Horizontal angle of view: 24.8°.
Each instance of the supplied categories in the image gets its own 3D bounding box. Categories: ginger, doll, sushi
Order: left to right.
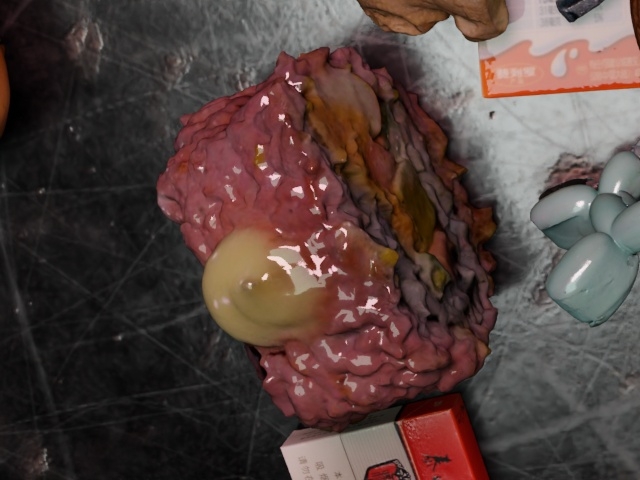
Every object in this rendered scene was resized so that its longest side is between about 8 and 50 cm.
[{"bbox_3d":[0.000,0.000,1.053,0.171,0.236,0.270,-23,102,30],"label":"sushi"},{"bbox_3d":[0.048,-0.214,1.037,0.213,0.074,0.137,25,123,34],"label":"ginger"},{"bbox_3d":[0.223,-0.017,1.019,0.059,0.159,0.158,38,110,-21],"label":"doll"}]

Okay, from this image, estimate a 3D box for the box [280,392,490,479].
[{"bbox_3d":[0.056,0.191,1.188,0.152,0.048,0.100,-15,102,22],"label":"box"}]

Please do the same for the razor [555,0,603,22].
[{"bbox_3d":[0.241,-0.205,0.974,0.190,0.033,0.066,-33,124,27],"label":"razor"}]

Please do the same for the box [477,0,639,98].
[{"bbox_3d":[0.235,-0.239,1.005,0.273,0.048,0.265,-1,106,18],"label":"box"}]

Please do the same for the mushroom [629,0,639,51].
[{"bbox_3d":[0.296,-0.147,0.901,0.194,0.138,0.231,-7,123,4],"label":"mushroom"}]

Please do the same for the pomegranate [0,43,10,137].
[{"bbox_3d":[-0.350,-0.126,1.137,0.209,0.209,0.209,5,107,16],"label":"pomegranate"}]
